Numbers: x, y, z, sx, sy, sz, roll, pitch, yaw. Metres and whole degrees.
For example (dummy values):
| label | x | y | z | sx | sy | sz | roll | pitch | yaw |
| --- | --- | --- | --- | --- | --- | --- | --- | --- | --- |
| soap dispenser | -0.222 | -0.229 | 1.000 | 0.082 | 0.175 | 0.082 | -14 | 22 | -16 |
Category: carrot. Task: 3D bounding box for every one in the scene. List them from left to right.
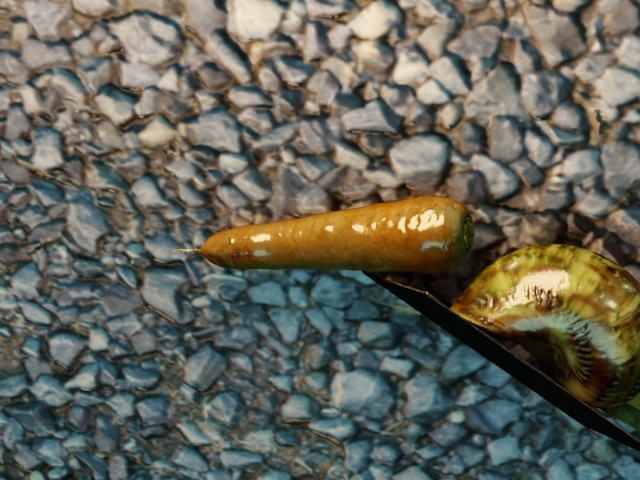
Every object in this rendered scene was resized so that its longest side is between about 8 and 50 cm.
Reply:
| label | x | y | z | sx | sy | sz | roll | pitch | yaw |
| --- | --- | --- | --- | --- | --- | --- | --- | --- | --- |
| carrot | 0.000 | 0.000 | 1.524 | 0.298 | 0.078 | 0.078 | -3 | 125 | 16 |

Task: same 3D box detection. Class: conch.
| label | x | y | z | sx | sy | sz | roll | pitch | yaw |
| --- | --- | --- | --- | --- | --- | --- | --- | --- | --- |
| conch | 0.238 | 0.077 | 1.510 | 0.187 | 0.124 | 0.181 | 15 | 158 | 47 |

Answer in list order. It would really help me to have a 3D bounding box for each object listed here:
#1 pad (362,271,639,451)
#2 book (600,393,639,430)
| label | x | y | z | sx | sy | sz | roll | pitch | yaw |
| --- | --- | --- | --- | --- | --- | --- | --- | --- | --- |
| pad | 0.185 | 0.119 | 1.521 | 0.300 | 0.202 | 0.005 | 35 | 85 | -15 |
| book | 0.404 | 0.126 | 1.572 | 0.160 | 0.024 | 0.228 | 28 | 125 | -14 |
